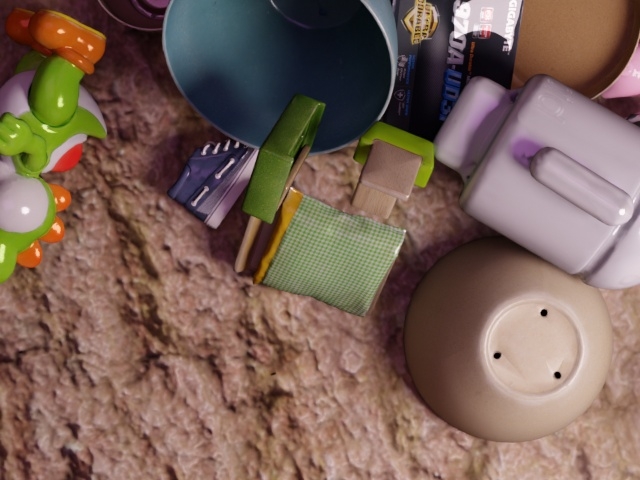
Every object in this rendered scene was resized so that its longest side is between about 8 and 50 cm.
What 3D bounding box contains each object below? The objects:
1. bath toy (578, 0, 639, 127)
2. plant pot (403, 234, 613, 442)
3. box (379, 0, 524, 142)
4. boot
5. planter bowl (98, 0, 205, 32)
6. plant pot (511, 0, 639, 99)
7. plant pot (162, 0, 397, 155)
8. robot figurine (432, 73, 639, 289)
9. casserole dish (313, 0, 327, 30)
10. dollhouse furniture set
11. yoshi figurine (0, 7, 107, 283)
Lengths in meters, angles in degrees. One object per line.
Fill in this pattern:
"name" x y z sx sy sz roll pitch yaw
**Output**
"bath toy" 0.454 -0.220 1.509 0.151 0.129 0.348 -17 90 -31
"plant pot" 0.257 0.134 1.468 0.284 0.191 0.284 0 90 -1
"box" 0.166 -0.235 1.493 0.175 0.051 0.220 2 113 -8
"boot" -0.124 -0.115 1.524 0.086 0.069 0.190 35 89 -6
"planter bowl" -0.218 -0.349 1.508 0.162 0.109 0.162 0 88 -1
"plant pot" 0.318 -0.293 1.502 0.236 0.032 0.236 5 98 36
"plant pot" -0.031 -0.281 1.428 0.290 0.290 0.195 20 46 -1
"robot figurine" 0.314 -0.071 1.404 0.353 0.300 0.200 31 102 3
"casserole dish" 0.057 -0.345 1.505 0.114 0.037 0.188 18 132 4
"dollhouse furniture set" 0.000 0.000 1.411 0.197 0.151 0.301 22 129 1
"yoshi figurine" -0.424 -0.127 1.471 0.203 0.203 0.362 18 91 15
